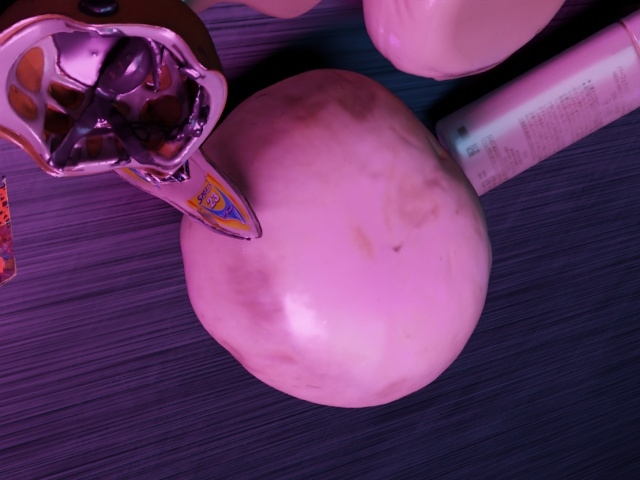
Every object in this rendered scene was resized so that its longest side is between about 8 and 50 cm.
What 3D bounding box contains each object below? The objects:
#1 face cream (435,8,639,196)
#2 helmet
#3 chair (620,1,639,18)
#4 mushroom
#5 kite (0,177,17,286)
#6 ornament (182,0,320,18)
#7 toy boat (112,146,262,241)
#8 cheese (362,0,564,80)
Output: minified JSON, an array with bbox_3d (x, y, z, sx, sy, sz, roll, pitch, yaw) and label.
[{"bbox_3d":[0.314,-0.180,2.213,0.349,0.081,0.173,-30,153,2],"label":"face cream"},{"bbox_3d":[-0.193,-0.158,1.570,0.224,0.130,0.198,10,135,-11],"label":"helmet"},{"bbox_3d":[0.569,-0.419,2.180,0.203,0.416,0.240,-17,100,-42],"label":"chair"},{"bbox_3d":[0.014,-0.013,1.900,0.353,0.353,0.325,0,117,-53],"label":"mushroom"},{"bbox_3d":[-0.340,0.033,1.799,0.222,0.008,0.125,-57,157,11],"label":"kite"},{"bbox_3d":[-0.071,-0.262,1.665,0.245,0.061,0.230,-45,153,22],"label":"ornament"},{"bbox_3d":[-0.135,-0.067,1.729,0.084,0.210,0.066,-52,166,2],"label":"toy boat"},{"bbox_3d":[0.166,-0.289,1.871,0.266,0.127,0.233,-15,144,-44],"label":"cheese"}]
